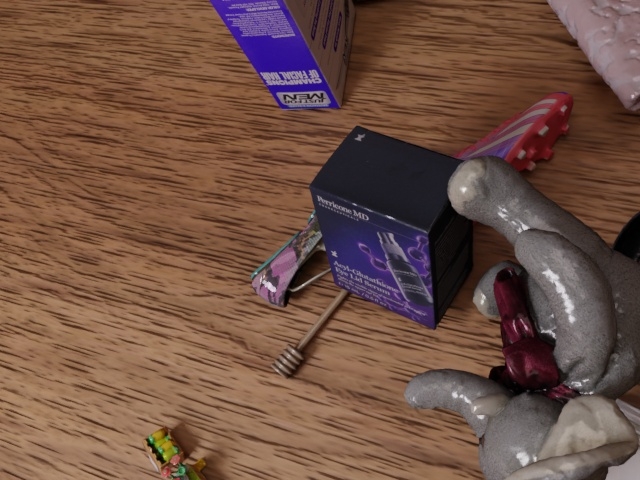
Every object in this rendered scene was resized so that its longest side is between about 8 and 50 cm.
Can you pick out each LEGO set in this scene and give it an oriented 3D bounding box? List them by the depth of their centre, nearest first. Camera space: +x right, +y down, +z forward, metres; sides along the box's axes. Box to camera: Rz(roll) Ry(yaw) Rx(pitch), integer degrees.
[{"bbox_3d":[-0.162,0.352,0.833,0.132,0.107,0.286,-15,64,12],"label":"LEGO set"}]

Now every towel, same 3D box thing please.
[{"bbox_3d":[0.471,-0.346,0.920,0.317,0.053,0.331,-22,52,8],"label":"towel"}]

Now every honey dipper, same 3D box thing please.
[{"bbox_3d":[-0.003,0.111,0.927,0.030,0.030,0.160,36,81,27],"label":"honey dipper"}]

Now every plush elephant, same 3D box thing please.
[{"bbox_3d":[0.212,0.135,0.690,0.330,0.271,0.255,35,73,28],"label":"plush elephant"}]

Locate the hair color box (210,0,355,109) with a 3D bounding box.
[{"bbox_3d":[-0.052,-0.342,0.957,0.110,0.339,0.185,1,69,21],"label":"hair color box"}]

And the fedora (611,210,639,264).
[{"bbox_3d":[0.472,0.046,0.727,0.334,0.152,0.333,-7,67,16],"label":"fedora"}]

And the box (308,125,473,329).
[{"bbox_3d":[0.090,-0.012,0.837,0.153,0.207,0.108,23,61,27],"label":"box"}]

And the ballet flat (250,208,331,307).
[{"bbox_3d":[0.000,0.000,0.955,0.079,0.077,0.221,40,89,9],"label":"ballet flat"}]

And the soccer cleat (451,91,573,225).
[{"bbox_3d":[0.224,-0.110,0.919,0.248,0.083,0.095,-47,58,-2],"label":"soccer cleat"}]

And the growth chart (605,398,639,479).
[{"bbox_3d":[0.310,0.286,0.753,0.172,0.021,0.237,37,83,27],"label":"growth chart"}]
